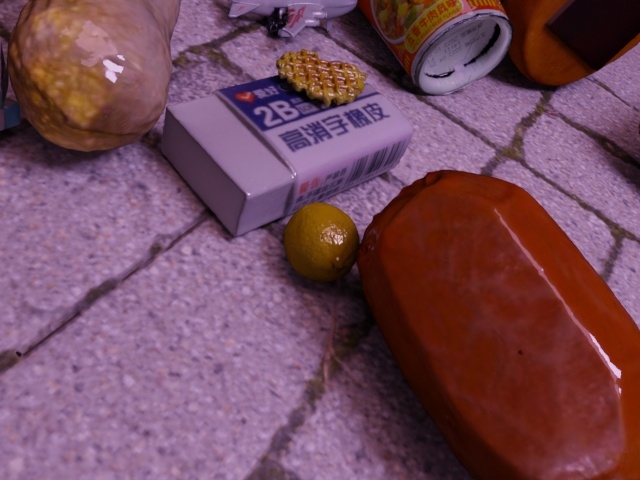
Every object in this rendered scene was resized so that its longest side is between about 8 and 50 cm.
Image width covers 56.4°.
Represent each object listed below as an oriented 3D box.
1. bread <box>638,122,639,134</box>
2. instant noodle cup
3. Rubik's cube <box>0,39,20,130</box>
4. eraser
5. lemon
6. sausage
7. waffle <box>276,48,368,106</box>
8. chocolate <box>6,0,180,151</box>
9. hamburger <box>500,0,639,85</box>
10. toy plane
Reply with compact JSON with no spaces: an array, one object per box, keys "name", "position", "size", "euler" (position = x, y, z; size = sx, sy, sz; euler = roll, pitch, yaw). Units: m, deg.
[{"name":"bread","position":[0.608,-0.105,0.771],"size":[0.370,0.191,0.314],"euler":[-28,71,-25]},{"name":"instant noodle cup","position":[0.135,-0.306,0.749],"size":[0.193,0.193,0.212],"euler":[-8,63,-29]},{"name":"Rubik's cube","position":[-0.278,-0.113,0.464],"size":[0.075,0.084,0.073],"euler":[-4,78,-6]},{"name":"eraser","position":[-0.026,-0.094,0.560],"size":[0.210,0.068,0.124],"euler":[-26,65,-37]},{"name":"lemon","position":[0.000,0.000,0.492],"size":[0.062,0.062,0.083],"euler":[2,32,-23]},{"name":"sausage","position":[0.131,0.067,0.426],"size":[0.141,0.153,0.268],"euler":[27,29,-58]},{"name":"waffle","position":[0.000,-0.157,0.568],"size":[0.085,0.016,0.078],"euler":[26,44,6]},{"name":"chocolate","position":[-0.193,-0.197,0.533],"size":[0.134,0.134,0.309],"euler":[8,50,-18]},{"name":"hamburger","position":[0.338,-0.377,0.818],"size":[0.291,0.291,0.225],"euler":[-6,49,-28]},{"name":"toy plane","position":[-0.036,-0.290,0.727],"size":[0.171,0.065,0.162],"euler":[-1,51,-27]}]
